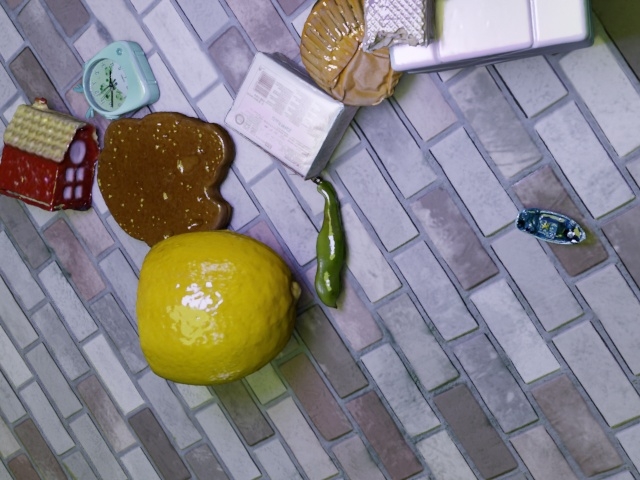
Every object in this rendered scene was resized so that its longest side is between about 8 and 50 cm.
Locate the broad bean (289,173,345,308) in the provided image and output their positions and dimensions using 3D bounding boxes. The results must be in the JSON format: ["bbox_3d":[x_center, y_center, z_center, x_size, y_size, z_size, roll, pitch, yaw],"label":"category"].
[{"bbox_3d":[0.010,-0.002,1.571,0.098,0.056,0.318,-10,93,30],"label":"broad bean"}]

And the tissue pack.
[{"bbox_3d":[-0.063,-0.268,1.498,0.225,0.124,0.185,35,113,11],"label":"tissue pack"}]

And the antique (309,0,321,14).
[{"bbox_3d":[0.072,-0.496,1.417,0.221,0.081,0.080,-34,87,24],"label":"antique"}]

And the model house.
[{"bbox_3d":[-0.663,-0.213,1.732,0.196,0.160,0.254,18,107,18],"label":"model house"}]

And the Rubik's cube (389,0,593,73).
[{"bbox_3d":[0.291,-0.468,1.208,0.318,0.322,0.316,-5,101,24],"label":"Rubik's cube"}]

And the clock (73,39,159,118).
[{"bbox_3d":[-0.498,-0.371,1.680,0.211,0.066,0.159,-19,94,25],"label":"clock"}]

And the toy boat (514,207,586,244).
[{"bbox_3d":[0.453,-0.026,1.383,0.137,0.061,0.060,19,108,16],"label":"toy boat"}]

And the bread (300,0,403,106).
[{"bbox_3d":[0.076,-0.380,1.364,0.240,0.240,0.139,-39,42,24],"label":"bread"}]

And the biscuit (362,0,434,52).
[{"bbox_3d":[0.120,-0.412,1.081,0.108,0.062,0.239,5,102,23],"label":"biscuit"}]

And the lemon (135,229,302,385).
[{"bbox_3d":[-0.208,0.144,1.542,0.364,0.364,0.364,5,104,21],"label":"lemon"}]

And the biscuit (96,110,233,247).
[{"bbox_3d":[-0.361,-0.151,1.673,0.381,0.074,0.359,-24,94,22],"label":"biscuit"}]
